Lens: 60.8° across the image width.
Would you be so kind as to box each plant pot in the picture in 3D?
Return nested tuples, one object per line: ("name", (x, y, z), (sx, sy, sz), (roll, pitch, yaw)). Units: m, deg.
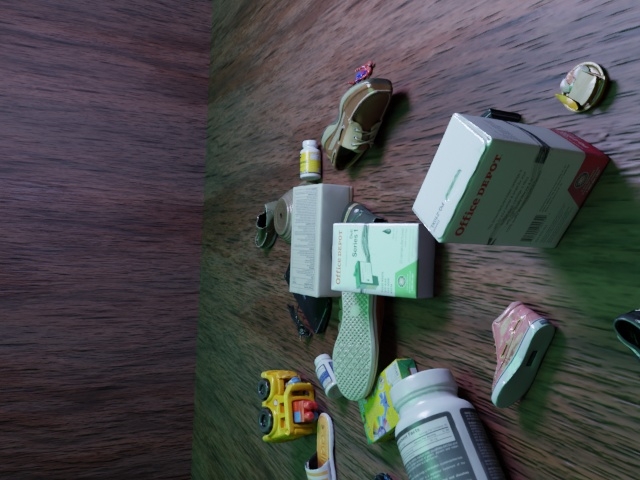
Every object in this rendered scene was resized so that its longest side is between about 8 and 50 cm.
("plant pot", (-0.077, -0.074, 1.733), (0.237, 0.110, 0.237), (-6, 83, 63))

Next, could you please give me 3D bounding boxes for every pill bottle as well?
("pill bottle", (0.231, 0.390, 0.995), (0.162, 0.162, 0.278), (119, 144, -43))
("pill bottle", (-0.031, -0.250, 1.702), (0.065, 0.065, 0.116), (166, 105, -63))
("pill bottle", (0.026, 0.378, 1.527), (0.120, 0.067, 0.067), (-123, 43, -50))

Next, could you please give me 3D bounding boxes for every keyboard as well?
("keyboard", (-0.053, 0.187, 1.751), (0.201, 0.033, 0.317), (-67, 31, 24))

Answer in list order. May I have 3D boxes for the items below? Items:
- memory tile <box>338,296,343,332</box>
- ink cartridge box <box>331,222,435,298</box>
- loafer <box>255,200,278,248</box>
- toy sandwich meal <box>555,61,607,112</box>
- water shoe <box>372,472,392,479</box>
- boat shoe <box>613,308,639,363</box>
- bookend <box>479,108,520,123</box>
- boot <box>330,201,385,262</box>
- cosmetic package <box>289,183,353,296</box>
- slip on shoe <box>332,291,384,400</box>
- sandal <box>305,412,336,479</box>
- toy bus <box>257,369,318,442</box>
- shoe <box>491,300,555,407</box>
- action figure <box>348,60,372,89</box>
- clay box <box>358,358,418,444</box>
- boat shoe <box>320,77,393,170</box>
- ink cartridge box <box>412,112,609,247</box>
("memory tile", (0.087, 0.217, 1.472), (0.148, 0.012, 0.113), (12, 102, 63))
("ink cartridge box", (0.135, 0.041, 1.205), (0.219, 0.093, 0.160), (1, 89, 36))
("loafer", (-0.202, -0.063, 2.014), (0.251, 0.087, 0.094), (-61, 36, 43))
("toy sandwich meal", (0.401, -0.237, 0.843), (0.085, 0.029, 0.085), (-178, 90, -64))
("water shoe", (0.146, 0.576, 1.257), (0.203, 0.073, 0.080), (125, 141, -48))
("boat shoe", (0.440, 0.180, 0.685), (0.075, 0.065, 0.206), (-59, 38, 45))
("bookend", (0.301, -0.127, 0.992), (0.156, 0.072, 0.157), (-41, 52, 56))
("boot", (0.097, 0.010, 1.413), (0.137, 0.077, 0.197), (32, 118, 55))
("cosmetic package", (0.000, 0.000, 1.546), (0.160, 0.113, 0.309), (3, 92, 57))
("slip on shoe", (0.105, 0.220, 1.324), (0.123, 0.101, 0.331), (-2, 80, 37))
("sandal", (-0.009, 0.636, 1.569), (0.102, 0.076, 0.265), (157, 113, -62))
("toy bus", (-0.083, 0.498, 1.675), (0.211, 0.149, 0.220), (-32, 57, 47))
("shoe", (0.326, 0.194, 0.932), (0.081, 0.064, 0.178), (51, 127, 56))
("action figure", (0.109, -0.447, 1.471), (0.115, 0.030, 0.038), (-36, 51, 56))
("clay box", (0.161, 0.379, 1.263), (0.222, 0.053, 0.127), (121, 145, -47))
("boat shoe", (0.100, -0.283, 1.390), (0.324, 0.123, 0.119), (130, 131, -63))
("ink cartridge box", (0.285, -0.085, 0.832), (0.100, 0.237, 0.172), (60, 139, 48))
